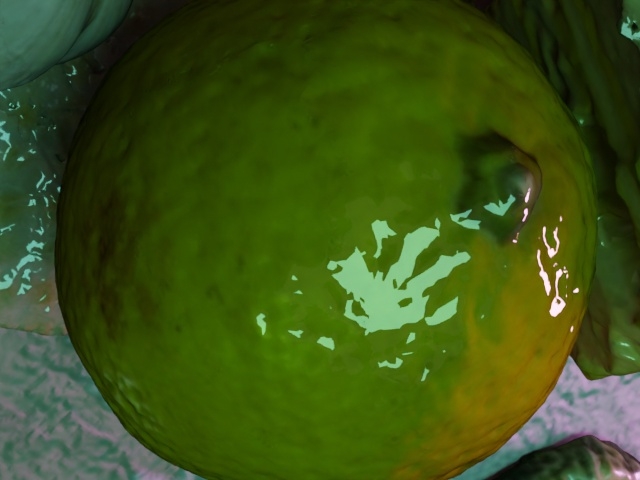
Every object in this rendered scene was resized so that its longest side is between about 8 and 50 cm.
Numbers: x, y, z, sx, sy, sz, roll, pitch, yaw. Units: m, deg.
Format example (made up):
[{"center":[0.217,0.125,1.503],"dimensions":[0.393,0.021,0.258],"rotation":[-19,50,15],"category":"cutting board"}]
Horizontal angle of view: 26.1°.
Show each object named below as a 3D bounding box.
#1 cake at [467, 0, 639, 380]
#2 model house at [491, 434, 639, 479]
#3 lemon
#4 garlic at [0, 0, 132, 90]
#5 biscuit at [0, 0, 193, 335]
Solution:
[{"center":[0.208,-0.060,0.728],"dimensions":[0.227,0.286,0.222],"rotation":[-17,87,-14],"category":"cake"},{"center":[0.197,0.345,0.921],"dimensions":[0.261,0.266,0.321],"rotation":[-25,123,-14],"category":"model house"},{"center":[0.000,-0.001,0.629],"dimensions":[0.267,0.267,0.267],"rotation":[-10,119,-18],"category":"lemon"},{"center":[-0.170,-0.179,0.575],"dimensions":[0.212,0.218,0.218],"rotation":[14,116,16],"category":"garlic"},{"center":[-0.131,-0.046,0.716],"dimensions":[0.220,0.033,0.220],"rotation":[-11,119,-20],"category":"biscuit"}]
